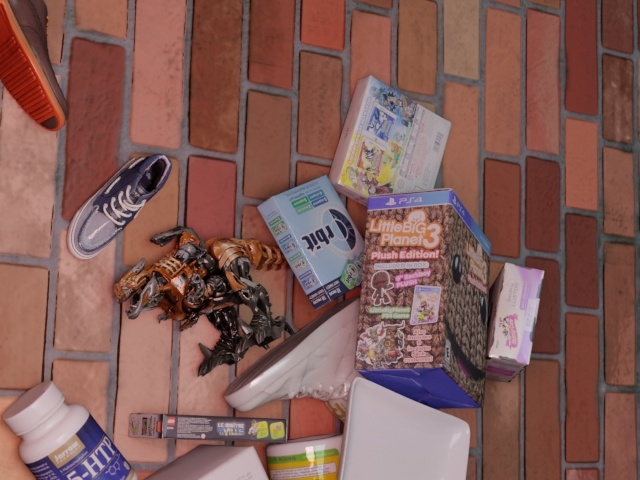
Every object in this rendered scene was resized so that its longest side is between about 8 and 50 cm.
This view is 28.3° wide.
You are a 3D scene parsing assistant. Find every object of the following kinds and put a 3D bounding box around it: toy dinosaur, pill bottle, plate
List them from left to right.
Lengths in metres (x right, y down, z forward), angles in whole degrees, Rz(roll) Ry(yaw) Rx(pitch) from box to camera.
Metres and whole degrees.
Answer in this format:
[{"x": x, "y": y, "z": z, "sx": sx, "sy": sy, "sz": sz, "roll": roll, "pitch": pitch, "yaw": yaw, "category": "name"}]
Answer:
[{"x": -0.349, "y": 0.291, "z": 1.751, "sx": 0.112, "sy": 0.112, "sz": 0.187, "roll": -44, "pitch": 107, "yaw": -30, "category": "pill bottle"}, {"x": -0.146, "y": 0.069, "z": 1.900, "sx": 0.322, "sy": 0.164, "sz": 0.218, "roll": -21, "pitch": 80, "yaw": -18, "category": "toy dinosaur"}, {"x": -0.003, "y": 0.426, "z": 1.940, "sx": 0.136, "sy": 0.136, "sz": 0.246, "roll": -4, "pitch": 83, "yaw": -34, "category": "pill bottle"}, {"x": 0.115, "y": 0.378, "z": 1.936, "sx": 0.278, "sy": 0.045, "sz": 0.277, "roll": 26, "pitch": 62, "yaw": -37, "category": "plate"}]

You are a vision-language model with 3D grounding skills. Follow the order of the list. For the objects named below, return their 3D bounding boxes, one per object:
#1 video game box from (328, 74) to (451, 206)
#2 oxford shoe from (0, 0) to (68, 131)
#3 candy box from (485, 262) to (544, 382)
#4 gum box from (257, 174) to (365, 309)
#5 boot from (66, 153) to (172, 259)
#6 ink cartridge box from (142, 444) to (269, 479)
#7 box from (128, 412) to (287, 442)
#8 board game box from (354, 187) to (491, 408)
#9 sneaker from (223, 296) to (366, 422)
[{"x": 0.118, "y": -0.148, "z": 2.154, "sx": 0.187, "sy": 0.048, "sz": 0.205, "roll": 28, "pitch": 69, "yaw": -30, "category": "video game box"}, {"x": -0.413, "y": -0.289, "z": 1.798, "sx": 0.098, "sy": 0.097, "sz": 0.271, "roll": -33, "pitch": 103, "yaw": -40, "category": "oxford shoe"}, {"x": 0.319, "y": 0.143, "z": 2.157, "sx": 0.070, "sy": 0.196, "sz": 0.165, "roll": 12, "pitch": 75, "yaw": 3, "category": "candy box"}, {"x": 0.000, "y": 0.000, "z": 1.997, "sx": 0.157, "sy": 0.041, "sz": 0.184, "roll": -26, "pitch": 85, "yaw": -54, "category": "gum box"}, {"x": -0.294, "y": -0.054, "z": 1.847, "sx": 0.069, "sy": 0.086, "sz": 0.190, "roll": 42, "pitch": 63, "yaw": -22, "category": "boot"}, {"x": -0.163, "y": 0.531, "z": 1.808, "sx": 0.285, "sy": 0.166, "sz": 0.395, "roll": -28, "pitch": 99, "yaw": -33, "category": "ink cartridge box"}, {"x": -0.166, "y": 0.277, "z": 1.872, "sx": 0.207, "sy": 0.114, "sz": 0.036, "roll": 8, "pitch": 80, "yaw": -32, "category": "box"}, {"x": 0.169, "y": 0.099, "z": 2.014, "sx": 0.232, "sy": 0.141, "sz": 0.291, "roll": 44, "pitch": 47, "yaw": -58, "category": "board game box"}, {"x": -0.004, "y": 0.228, "z": 1.989, "sx": 0.292, "sy": 0.108, "sz": 0.169, "roll": -32, "pitch": 99, "yaw": -33, "category": "sneaker"}]
